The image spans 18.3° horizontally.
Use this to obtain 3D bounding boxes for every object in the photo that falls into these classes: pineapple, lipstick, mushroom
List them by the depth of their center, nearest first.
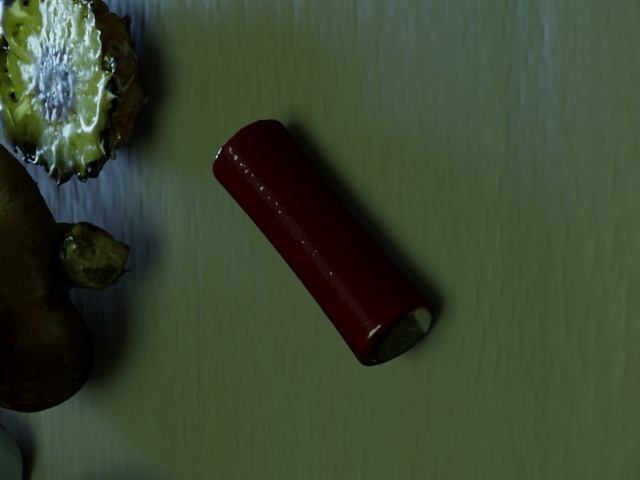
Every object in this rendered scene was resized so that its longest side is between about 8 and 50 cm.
[{"bbox_3d":[0.000,0.000,1.713,0.241,0.080,0.080,51,127,25],"label":"lipstick"},{"bbox_3d":[-0.237,-0.157,1.913,0.225,0.076,0.224,14,110,42],"label":"pineapple"},{"bbox_3d":[-0.317,0.033,1.936,0.278,0.163,0.297,2,122,43],"label":"mushroom"}]

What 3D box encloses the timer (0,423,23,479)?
[{"bbox_3d":[-0.377,0.233,2.102,0.136,0.099,0.136,-9,77,46],"label":"timer"}]
